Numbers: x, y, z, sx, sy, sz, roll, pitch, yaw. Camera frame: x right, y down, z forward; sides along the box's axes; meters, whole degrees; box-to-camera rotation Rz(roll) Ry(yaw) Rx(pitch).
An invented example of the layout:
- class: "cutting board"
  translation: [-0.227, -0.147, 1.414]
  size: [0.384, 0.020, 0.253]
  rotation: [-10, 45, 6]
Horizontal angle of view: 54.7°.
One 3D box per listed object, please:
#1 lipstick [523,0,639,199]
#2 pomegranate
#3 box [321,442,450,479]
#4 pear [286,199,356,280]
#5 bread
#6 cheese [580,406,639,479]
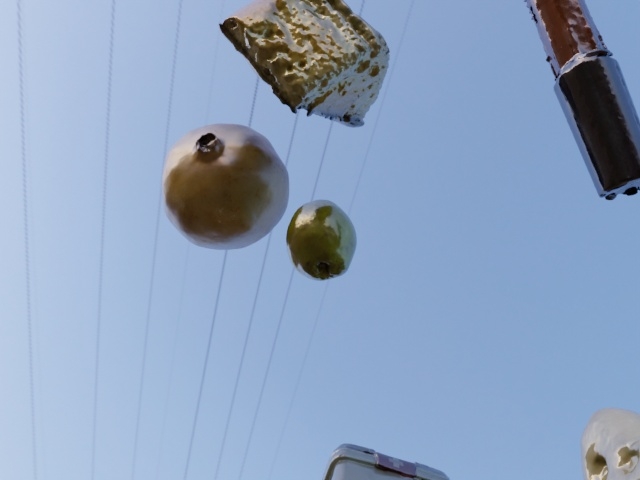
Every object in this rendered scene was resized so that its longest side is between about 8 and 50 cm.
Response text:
- class: "lipstick"
  translation: [0.310, -0.246, 0.765]
  size: [0.077, 0.077, 0.419]
  rotation: [-26, -117, 34]
- class: "pomegranate"
  translation: [-0.158, -0.090, 1.049]
  size: [0.233, 0.233, 0.233]
  rotation: [11, -62, 21]
- class: "box"
  translation: [0.099, 0.425, 0.978]
  size: [0.210, 0.129, 0.148]
  rotation: [15, -76, 1]
- class: "pear"
  translation: [0.000, 0.000, 0.919]
  size: [0.107, 0.131, 0.107]
  rotation: [-7, -46, -8]
- class: "bread"
  translation: [-0.011, -0.283, 0.906]
  size: [0.204, 0.262, 0.163]
  rotation: [46, -69, 12]
- class: "cheese"
  translation: [0.562, 0.400, 1.016]
  size: [0.129, 0.351, 0.328]
  rotation: [9, -39, -1]
